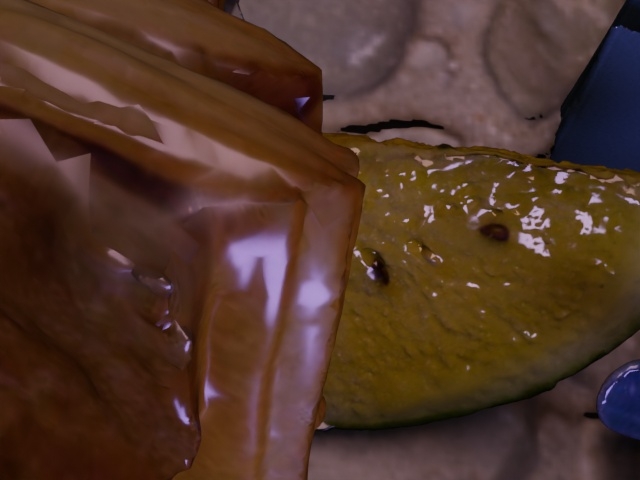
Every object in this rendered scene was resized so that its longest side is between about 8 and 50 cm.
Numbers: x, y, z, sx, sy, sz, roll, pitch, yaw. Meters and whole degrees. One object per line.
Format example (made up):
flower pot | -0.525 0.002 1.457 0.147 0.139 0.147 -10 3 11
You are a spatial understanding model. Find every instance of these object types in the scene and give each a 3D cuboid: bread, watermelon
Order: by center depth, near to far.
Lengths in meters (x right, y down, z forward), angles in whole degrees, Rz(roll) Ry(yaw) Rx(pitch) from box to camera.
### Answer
bread | -0.169 0.000 0.662 0.370 0.314 0.191 18 39 4
watermelon | 0.000 0.000 0.784 0.301 0.129 0.123 5 63 4

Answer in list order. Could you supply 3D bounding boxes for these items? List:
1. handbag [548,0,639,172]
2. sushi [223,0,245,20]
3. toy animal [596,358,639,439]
handbag | 0.208 -0.019 0.837 0.221 0.144 0.057 26 60 2
sushi | -0.160 -0.147 0.870 0.220 0.047 0.231 -8 70 -22
toy animal | 0.206 0.083 0.782 0.176 0.239 0.255 30 13 32
